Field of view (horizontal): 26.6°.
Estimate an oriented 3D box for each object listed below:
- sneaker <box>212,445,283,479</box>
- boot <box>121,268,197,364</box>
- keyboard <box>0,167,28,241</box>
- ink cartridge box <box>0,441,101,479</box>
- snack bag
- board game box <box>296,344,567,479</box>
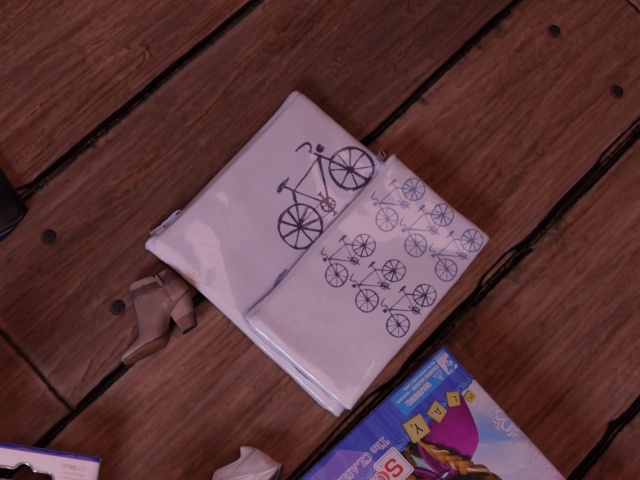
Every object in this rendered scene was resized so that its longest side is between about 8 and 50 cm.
[{"bbox_3d":[-0.113,0.312,1.624,0.061,0.054,0.152,36,66,18],"label":"sneaker"},{"bbox_3d":[-0.213,0.091,1.679,0.118,0.042,0.087,-28,74,-19],"label":"boot"},{"bbox_3d":[-0.526,-0.101,1.678,0.201,0.033,0.317,-33,80,-26],"label":"keyboard"},{"bbox_3d":[-0.365,0.418,1.526,0.175,0.069,0.371,10,73,-8],"label":"ink cartridge box"},{"bbox_3d":[0.000,0.000,1.750,0.342,0.037,0.323,41,70,4],"label":"snack bag"},{"bbox_3d":[0.142,0.349,1.651,0.318,0.066,0.318,-41,84,-20],"label":"board game box"}]
